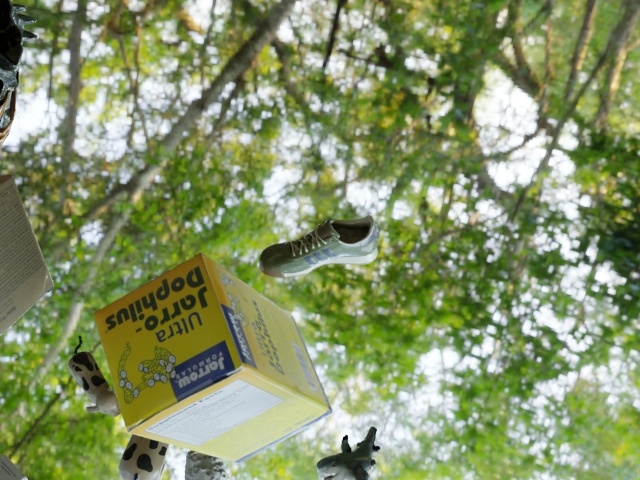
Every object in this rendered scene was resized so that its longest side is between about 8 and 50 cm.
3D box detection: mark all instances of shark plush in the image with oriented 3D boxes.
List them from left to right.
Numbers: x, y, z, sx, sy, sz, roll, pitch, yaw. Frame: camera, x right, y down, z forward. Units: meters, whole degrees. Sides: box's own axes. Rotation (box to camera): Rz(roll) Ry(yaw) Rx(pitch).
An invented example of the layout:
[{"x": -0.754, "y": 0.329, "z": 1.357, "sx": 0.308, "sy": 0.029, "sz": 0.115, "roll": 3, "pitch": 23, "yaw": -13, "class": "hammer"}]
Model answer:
[{"x": 0.052, "y": 0.313, "z": 1.307, "sx": 0.161, "sy": 0.073, "sz": 0.067, "roll": -33, "pitch": -91, "yaw": -45, "class": "shark plush"}]

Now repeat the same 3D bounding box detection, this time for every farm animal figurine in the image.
[{"x": -0.349, "y": 0.346, "z": 1.794, "sx": 0.330, "sy": 0.172, "sz": 0.327, "roll": 3, "pitch": -113, "yaw": -9, "class": "farm animal figurine"}]

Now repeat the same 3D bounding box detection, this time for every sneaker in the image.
[{"x": 0.000, "y": 0.000, "z": 1.373, "sx": 0.192, "sy": 0.086, "sz": 0.064, "roll": -8, "pitch": -129, "yaw": -13, "class": "sneaker"}]

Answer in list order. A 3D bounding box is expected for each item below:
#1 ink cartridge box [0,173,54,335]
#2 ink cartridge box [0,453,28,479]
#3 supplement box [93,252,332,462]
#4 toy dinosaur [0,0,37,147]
[{"x": -0.494, "y": 0.042, "z": 1.238, "sx": 0.088, "sy": 0.193, "sz": 0.235, "roll": -1, "pitch": -152, "yaw": 20, "class": "ink cartridge box"}, {"x": -0.562, "y": 0.473, "z": 1.441, "sx": 0.208, "sy": 0.153, "sz": 0.086, "roll": -31, "pitch": -144, "yaw": -31, "class": "ink cartridge box"}, {"x": -0.154, "y": 0.196, "z": 1.385, "sx": 0.195, "sy": 0.194, "sz": 0.356, "roll": 65, "pitch": -170, "yaw": 27, "class": "supplement box"}, {"x": -0.238, "y": -0.090, "z": 0.497, "sx": 0.164, "sy": 0.218, "sz": 0.322, "roll": -3, "pitch": -113, "yaw": -12, "class": "toy dinosaur"}]
